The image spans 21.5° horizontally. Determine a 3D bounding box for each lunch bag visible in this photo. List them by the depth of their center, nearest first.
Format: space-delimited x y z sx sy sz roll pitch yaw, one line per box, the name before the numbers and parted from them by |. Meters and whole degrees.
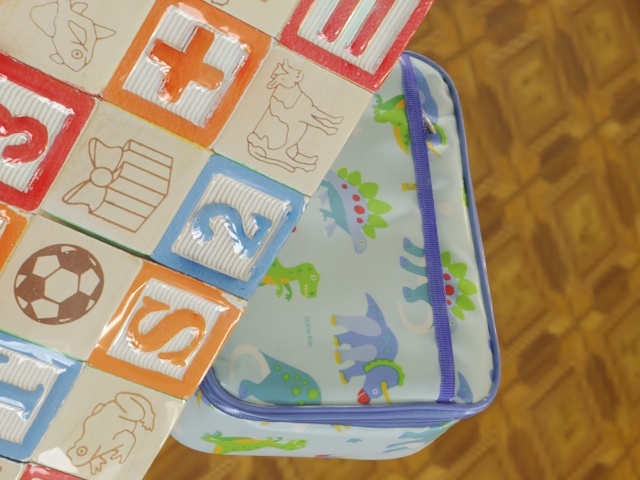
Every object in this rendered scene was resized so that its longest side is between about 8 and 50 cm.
lunch bag | 0.000 0.000 0.871 0.176 0.090 0.219 6 65 -23

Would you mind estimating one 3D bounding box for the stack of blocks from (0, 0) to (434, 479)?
stack of blocks | -0.094 -0.044 0.564 0.171 0.087 0.297 23 106 -29
